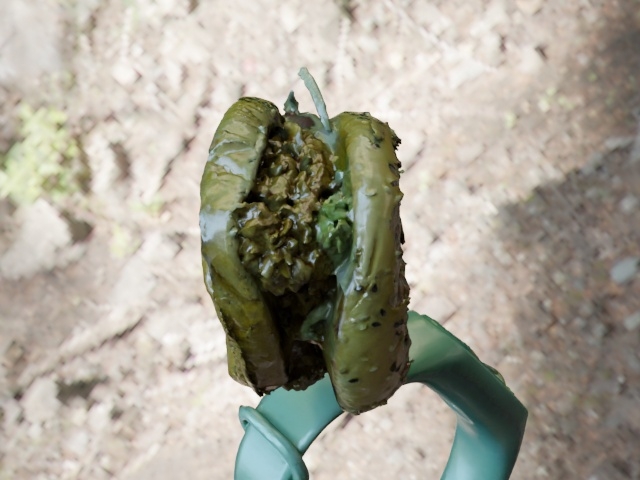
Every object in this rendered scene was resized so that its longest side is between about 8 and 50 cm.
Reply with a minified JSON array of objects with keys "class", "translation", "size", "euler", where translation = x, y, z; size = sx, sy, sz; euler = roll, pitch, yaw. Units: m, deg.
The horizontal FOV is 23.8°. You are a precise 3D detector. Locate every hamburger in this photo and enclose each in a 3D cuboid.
[{"class":"hamburger","translation":[0.000,0.000,0.825],"size":[0.113,0.177,0.185],"euler":[5,97,8]}]

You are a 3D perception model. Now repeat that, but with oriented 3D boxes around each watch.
[{"class":"watch","translation":[0.038,0.144,0.991],"size":[0.195,0.237,0.068],"euler":[-48,50,-3]}]
